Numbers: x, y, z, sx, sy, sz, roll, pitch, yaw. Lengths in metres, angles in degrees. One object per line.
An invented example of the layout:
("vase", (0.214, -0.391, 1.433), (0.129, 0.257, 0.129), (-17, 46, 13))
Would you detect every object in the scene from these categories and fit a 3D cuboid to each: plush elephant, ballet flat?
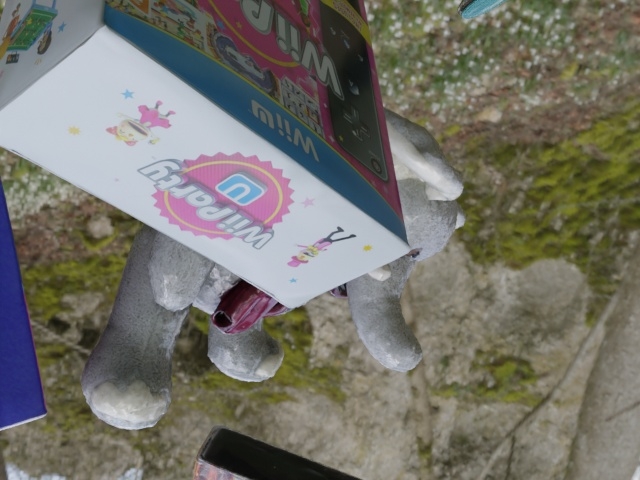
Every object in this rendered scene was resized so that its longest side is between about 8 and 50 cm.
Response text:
("plush elephant", (0.000, 0.000, 0.681), (0.255, 0.330, 0.272), (7, 176, 21))
("ballet flat", (0.165, -0.230, 0.691), (0.041, 0.114, 0.041), (42, -145, -39))

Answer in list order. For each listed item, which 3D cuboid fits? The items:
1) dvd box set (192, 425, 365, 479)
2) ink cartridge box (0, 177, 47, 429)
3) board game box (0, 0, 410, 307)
("dvd box set", (-0.016, 0.423, 0.900), (0.307, 0.420, 0.062), (20, -149, 10))
("ink cartridge box", (-0.269, 0.046, 0.630), (0.069, 0.176, 0.371), (-11, -179, -23))
("board game box", (-0.062, -0.142, 0.493), (0.224, 0.097, 0.303), (33, -139, -42))
